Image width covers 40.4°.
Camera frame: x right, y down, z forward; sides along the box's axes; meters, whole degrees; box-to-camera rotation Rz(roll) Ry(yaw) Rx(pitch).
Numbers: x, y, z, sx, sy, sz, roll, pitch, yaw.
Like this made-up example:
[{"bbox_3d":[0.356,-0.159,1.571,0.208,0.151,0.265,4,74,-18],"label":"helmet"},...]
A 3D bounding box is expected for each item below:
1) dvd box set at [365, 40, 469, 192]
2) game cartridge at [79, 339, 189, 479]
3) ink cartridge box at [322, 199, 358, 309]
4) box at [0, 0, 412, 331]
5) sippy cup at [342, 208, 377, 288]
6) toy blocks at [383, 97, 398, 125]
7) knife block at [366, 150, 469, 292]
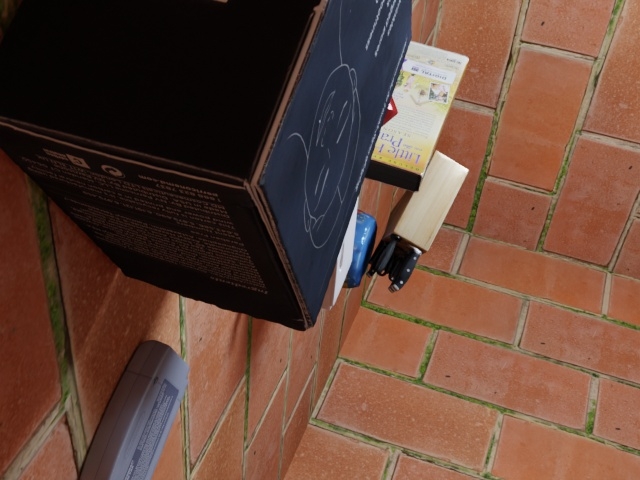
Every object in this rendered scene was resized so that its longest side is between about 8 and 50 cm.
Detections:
[{"bbox_3d":[0.132,-0.305,1.926,0.062,0.308,0.420,96,14,-50],"label":"dvd box set"},{"bbox_3d":[-0.294,0.310,1.365,0.196,0.060,0.294,86,22,-68],"label":"game cartridge"},{"bbox_3d":[-0.087,-0.028,1.329,0.198,0.273,0.115,94,17,-48],"label":"ink cartridge box"},{"bbox_3d":[-0.088,-0.205,1.019,0.472,0.297,0.480,72,35,-68],"label":"box"},{"bbox_3d":[0.000,0.000,1.919,0.240,0.224,0.305,19,88,-78],"label":"sippy cup"},{"bbox_3d":[0.010,-0.326,1.418,0.191,0.261,0.381,-63,164,-44],"label":"toy blocks"},{"bbox_3d":[0.203,-0.027,1.865,0.275,0.088,0.242,-56,-172,31],"label":"knife block"}]
